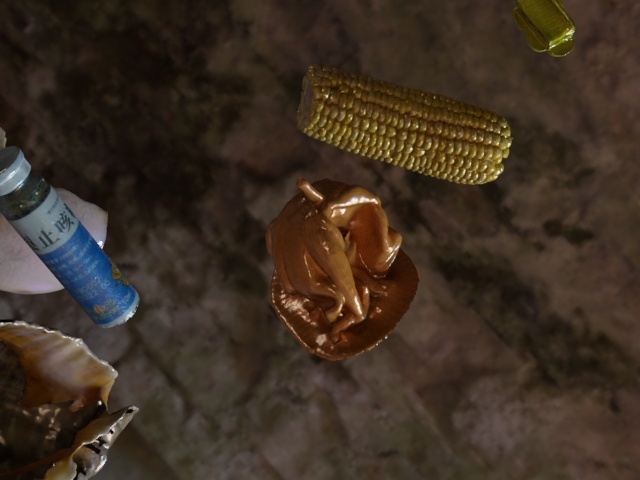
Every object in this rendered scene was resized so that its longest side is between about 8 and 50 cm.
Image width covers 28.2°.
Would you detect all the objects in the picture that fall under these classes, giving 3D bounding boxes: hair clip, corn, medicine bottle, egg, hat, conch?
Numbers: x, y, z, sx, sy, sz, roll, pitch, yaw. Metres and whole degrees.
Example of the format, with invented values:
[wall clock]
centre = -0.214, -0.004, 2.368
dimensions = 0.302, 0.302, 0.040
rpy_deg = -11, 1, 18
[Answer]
[hair clip]
centre = 0.260, -0.305, 1.592
dimensions = 0.173, 0.072, 0.046
rpy_deg = 57, -15, -6
[corn]
centre = 0.093, -0.128, 1.428
dimensions = 0.244, 0.093, 0.093
rpy_deg = 16, 5, -4
[medicine bottle]
centre = -0.233, 0.000, 1.142
dimensions = 0.191, 0.051, 0.051
rpy_deg = 55, -3, -34
[egg]
centre = -0.464, -0.031, 1.817
dimensions = 0.271, 0.206, 0.162
rpy_deg = 44, 16, 24
[hat]
centre = 0.000, 0.000, 1.782
dimensions = 0.233, 0.244, 0.233
rpy_deg = 5, -38, 24
[conch]
centre = -0.282, 0.168, 0.935
dimensions = 0.291, 0.159, 0.210
rpy_deg = -35, 113, -48
